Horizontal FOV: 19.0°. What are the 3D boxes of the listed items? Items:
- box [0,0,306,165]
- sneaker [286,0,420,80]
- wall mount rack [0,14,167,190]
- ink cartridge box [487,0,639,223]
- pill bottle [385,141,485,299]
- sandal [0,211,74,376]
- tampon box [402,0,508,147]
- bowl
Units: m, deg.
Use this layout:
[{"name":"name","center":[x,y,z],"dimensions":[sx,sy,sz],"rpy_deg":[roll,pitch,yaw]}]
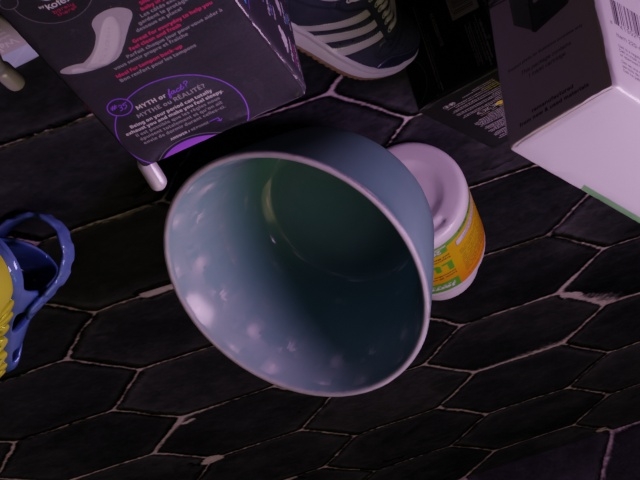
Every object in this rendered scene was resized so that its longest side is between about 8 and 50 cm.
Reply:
[{"name":"box","center":[-0.148,-0.211,1.547],"dimensions":[0.165,0.143,0.270],"rpy_deg":[-24,141,14]},{"name":"sneaker","center":[0.038,-0.238,1.760],"dimensions":[0.153,0.099,0.282],"rpy_deg":[-30,152,32]},{"name":"wall mount rack","center":[-0.315,-0.104,1.773],"dimensions":[0.350,0.130,0.304],"rpy_deg":[-23,157,15]},{"name":"ink cartridge box","center":[0.263,-0.187,1.744],"dimensions":[0.211,0.289,0.121],"rpy_deg":[26,136,-37]},{"name":"pill bottle","center":[0.124,-0.012,2.295],"dimensions":[0.136,0.136,0.246],"rpy_deg":[-20,158,5]},{"name":"sandal","center":[-0.349,0.061,2.153],"dimensions":[0.138,0.126,0.317],"rpy_deg":[-35,173,-24]},{"name":"tampon box","center":[0.163,-0.183,1.948],"dimensions":[0.101,0.120,0.161],"rpy_deg":[-28,156,25]},{"name":"bowl","center":[0.000,0.000,2.095],"dimensions":[0.311,0.311,0.163],"rpy_deg":[-37,-169,39]}]
